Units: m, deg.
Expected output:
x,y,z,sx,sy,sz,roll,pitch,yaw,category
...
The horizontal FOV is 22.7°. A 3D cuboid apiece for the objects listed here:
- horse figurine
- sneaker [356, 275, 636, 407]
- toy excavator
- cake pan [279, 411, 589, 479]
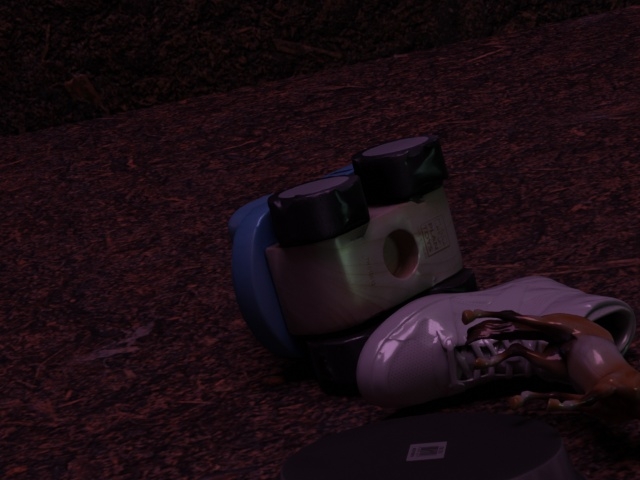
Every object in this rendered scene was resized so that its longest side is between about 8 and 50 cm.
x,y,z,sx,sy,sz,roll,pitch,yaw,category
0.240,0.124,1.520,0.174,0.066,0.263,2,22,-25,horse figurine
0.193,0.109,1.664,0.292,0.108,0.169,-20,18,-30,sneaker
0.000,0.000,1.973,0.445,0.222,0.433,-3,17,46,toy excavator
0.093,0.214,1.420,0.293,0.054,0.293,-7,9,1,cake pan
